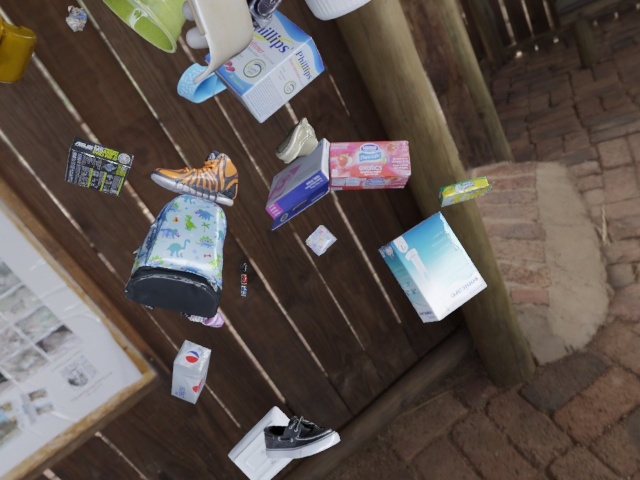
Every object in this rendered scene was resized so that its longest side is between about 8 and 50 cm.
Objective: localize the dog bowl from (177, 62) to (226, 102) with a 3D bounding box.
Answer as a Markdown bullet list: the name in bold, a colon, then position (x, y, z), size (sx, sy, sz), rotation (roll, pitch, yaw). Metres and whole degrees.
- **dog bowl**: position (-0.466, -0.680, 2.156), size (0.297, 0.074, 0.166), rotation (-42, -9, -36)

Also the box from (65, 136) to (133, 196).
- **box**: position (-0.865, -0.280, 1.994), size (0.270, 0.216, 0.060), rotation (-37, 43, 55)

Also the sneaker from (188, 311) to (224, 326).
- **sneaker**: position (-0.539, 0.356, 2.421), size (0.236, 0.104, 0.095), rotation (14, 76, 44)

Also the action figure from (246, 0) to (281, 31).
- **action figure**: position (-0.180, -0.537, 1.143), size (0.099, 0.185, 0.285), rotation (-65, 30, 10)

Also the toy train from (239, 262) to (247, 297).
- **toy train**: position (-0.343, 0.178, 2.291), size (0.036, 0.027, 0.158), rotation (-20, 62, 43)

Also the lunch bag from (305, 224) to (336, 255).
- **lunch bag**: position (0.000, 0.000, 1.731), size (0.083, 0.071, 0.053), rotation (-46, -10, 8)

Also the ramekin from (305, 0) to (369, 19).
- **ramekin**: position (0.067, -0.750, 1.480), size (0.272, 0.127, 0.273), rotation (-22, 33, 15)

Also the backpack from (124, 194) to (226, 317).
- **backpack**: position (-0.429, 0.029, 1.630), size (0.356, 0.290, 0.273), rotation (-94, 26, -53)

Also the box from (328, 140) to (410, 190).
- **box**: position (0.154, -0.242, 1.666), size (0.256, 0.123, 0.128), rotation (-2, -13, -1)

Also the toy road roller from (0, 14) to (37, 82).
- **toy road roller**: position (-0.831, -0.474, 1.252), size (0.203, 0.240, 0.329), rotation (-55, 48, 20)

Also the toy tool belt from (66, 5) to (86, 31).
- **toy tool belt**: position (-0.671, -0.624, 1.428), size (0.051, 0.052, 0.083), rotation (-16, 58, 10)

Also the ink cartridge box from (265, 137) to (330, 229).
- **ink cartridge box**: position (-0.092, -0.241, 2.162), size (0.324, 0.071, 0.330), rotation (-32, 31, 29)

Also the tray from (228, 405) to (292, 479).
- **tray**: position (-0.161, 0.619, 1.506), size (0.270, 0.145, 0.030), rotation (-50, -7, 25)

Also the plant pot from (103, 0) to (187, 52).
- **plant pot**: position (-0.419, -0.689, 1.345), size (0.254, 0.276, 0.276), rotation (-53, 28, -6)

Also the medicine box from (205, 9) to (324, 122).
- **medicine box**: position (-0.186, -0.589, 1.702), size (0.289, 0.149, 0.263), rotation (-41, 59, -1)

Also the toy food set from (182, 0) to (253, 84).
- **toy food set**: position (-0.211, -0.422, 0.804), size (0.092, 0.306, 0.220), rotation (-10, 28, 16)

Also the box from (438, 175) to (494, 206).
- **box**: position (0.502, -0.171, 1.768), size (0.179, 0.043, 0.105), rotation (-13, -16, 4)

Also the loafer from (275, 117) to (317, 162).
- **loafer**: position (-0.059, -0.298, 1.556), size (0.102, 0.092, 0.269), rotation (-41, 15, 28)

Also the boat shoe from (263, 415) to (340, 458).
- **boat shoe**: position (-0.051, 0.420, 1.111), size (0.080, 0.076, 0.228), rotation (-12, -12, -41)

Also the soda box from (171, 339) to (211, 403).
- **soda box**: position (-0.454, 0.465, 1.790), size (0.286, 0.098, 0.091), rotation (113, 179, -49)

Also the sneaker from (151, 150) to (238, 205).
- **sneaker**: position (-0.437, -0.245, 1.830), size (0.124, 0.321, 0.180), rotation (10, 85, 48)

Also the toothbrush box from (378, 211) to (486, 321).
- **toothbrush box**: position (0.370, 0.090, 1.703), size (0.216, 0.296, 0.126), rotation (-32, -4, -17)
